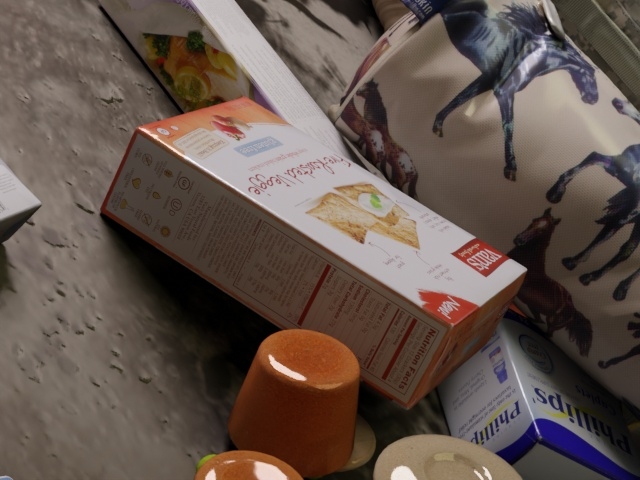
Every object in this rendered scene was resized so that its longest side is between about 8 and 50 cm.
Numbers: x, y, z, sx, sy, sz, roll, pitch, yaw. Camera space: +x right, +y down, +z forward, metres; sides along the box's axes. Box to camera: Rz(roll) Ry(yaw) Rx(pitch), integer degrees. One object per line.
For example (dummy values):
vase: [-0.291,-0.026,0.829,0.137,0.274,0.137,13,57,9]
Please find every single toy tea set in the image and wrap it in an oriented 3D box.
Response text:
toy tea set: [0.002,0.186,0.874,0.200,0.124,0.336,16,30,4]

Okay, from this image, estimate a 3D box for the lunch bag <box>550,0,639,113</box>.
lunch bag: [0.303,-0.139,1.331,0.305,0.212,0.256,50,35,2]

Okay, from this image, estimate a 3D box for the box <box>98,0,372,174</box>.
box: [-0.033,-0.073,1.205,0.324,0.063,0.067,52,27,10]

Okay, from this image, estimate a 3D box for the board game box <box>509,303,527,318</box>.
board game box: [0.191,-0.043,1.417,0.275,0.144,0.142,55,26,17]

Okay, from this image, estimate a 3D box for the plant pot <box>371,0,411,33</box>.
plant pot: [0.133,-0.222,1.568,0.237,0.109,0.237,19,-11,4]

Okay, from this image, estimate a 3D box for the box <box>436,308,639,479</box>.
box: [0.154,0.130,1.194,0.126,0.072,0.137,29,31,-33]

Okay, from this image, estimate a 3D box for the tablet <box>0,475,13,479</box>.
tablet: [-0.159,0.135,0.775,0.083,0.006,0.054,1,51,-58]

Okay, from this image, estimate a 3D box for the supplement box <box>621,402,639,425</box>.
supplement box: [0.285,0.147,1.414,0.062,0.036,0.098,38,27,-18]

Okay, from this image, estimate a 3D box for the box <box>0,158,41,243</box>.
box: [-0.250,-0.063,0.882,0.186,0.038,0.145,50,25,3]

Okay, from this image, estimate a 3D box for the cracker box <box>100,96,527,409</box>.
cracker box: [0.000,0.000,1.069,0.232,0.067,0.156,33,22,13]

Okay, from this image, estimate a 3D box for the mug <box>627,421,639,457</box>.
mug: [0.221,0.172,1.272,0.064,0.078,0.062,-4,88,-49]

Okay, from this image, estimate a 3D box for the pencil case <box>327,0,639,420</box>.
pencil case: [0.202,-0.017,1.194,0.410,0.183,0.160,45,19,8]
